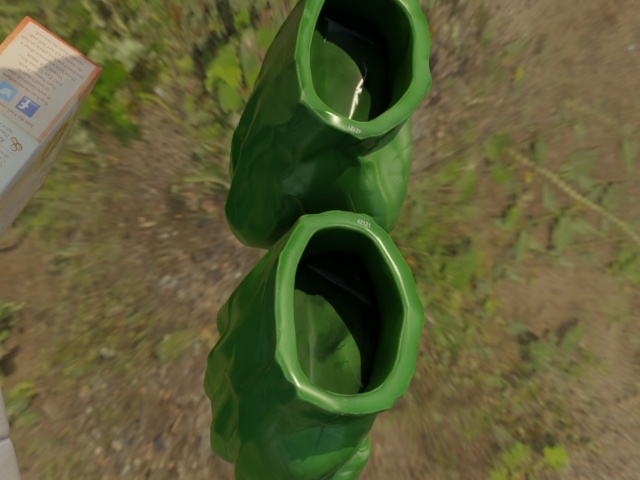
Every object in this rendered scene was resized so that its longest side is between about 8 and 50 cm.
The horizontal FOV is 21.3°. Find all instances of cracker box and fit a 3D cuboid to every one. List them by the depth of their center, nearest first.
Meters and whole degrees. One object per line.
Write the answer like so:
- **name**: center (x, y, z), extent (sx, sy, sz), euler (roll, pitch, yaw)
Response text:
- **cracker box**: center (-0.244, -0.017, 1.102), extent (0.067, 0.155, 0.232), euler (34, 52, -4)

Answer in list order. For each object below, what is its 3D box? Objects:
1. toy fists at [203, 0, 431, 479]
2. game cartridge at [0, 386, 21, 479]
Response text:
- **toy fists**: center (0.000, 0.000, 0.880), extent (0.096, 0.142, 0.279), euler (13, 60, -18)
- **game cartridge**: center (-0.316, 0.120, 0.832), extent (0.355, 0.068, 0.230), euler (-19, 108, -40)
